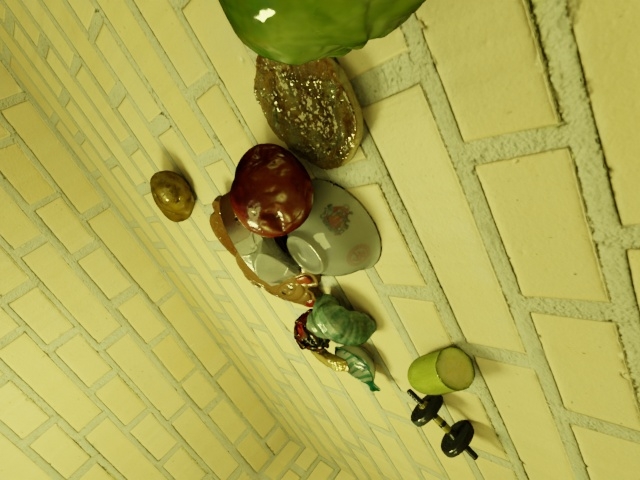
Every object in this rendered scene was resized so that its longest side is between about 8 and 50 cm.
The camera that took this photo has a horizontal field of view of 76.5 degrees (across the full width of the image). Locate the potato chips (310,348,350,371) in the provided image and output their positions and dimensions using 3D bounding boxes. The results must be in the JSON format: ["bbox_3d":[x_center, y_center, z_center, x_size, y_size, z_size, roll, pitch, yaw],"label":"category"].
[{"bbox_3d":[0.009,0.474,1.723,0.407,0.080,0.057,-172,71,-69],"label":"potato chips"}]

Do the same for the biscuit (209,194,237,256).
[{"bbox_3d":[-0.303,-0.040,1.625,0.394,0.070,0.350,1,131,47],"label":"biscuit"}]

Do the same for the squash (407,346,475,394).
[{"bbox_3d":[0.365,0.427,1.298,0.132,0.132,0.247,44,151,6],"label":"squash"}]

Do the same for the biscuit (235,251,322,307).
[{"bbox_3d":[-0.152,0.136,1.576,0.381,0.074,0.359,39,146,-10],"label":"biscuit"}]

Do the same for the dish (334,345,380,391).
[{"bbox_3d":[0.166,0.502,1.666,0.246,0.078,0.224,48,149,0],"label":"dish"}]

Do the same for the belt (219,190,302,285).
[{"bbox_3d":[-0.182,-0.024,1.305,0.122,0.217,0.338,-25,97,23],"label":"belt"}]

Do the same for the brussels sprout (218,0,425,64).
[{"bbox_3d":[0.005,-0.434,0.539,0.342,0.361,0.425,51,148,-11],"label":"brussels sprout"}]

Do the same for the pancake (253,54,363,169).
[{"bbox_3d":[-0.038,-0.328,1.001,0.356,0.065,0.356,31,144,26],"label":"pancake"}]

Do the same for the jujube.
[{"bbox_3d":[-0.140,-0.146,1.120,0.318,0.223,0.223,-112,8,-49],"label":"jujube"}]

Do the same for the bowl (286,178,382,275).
[{"bbox_3d":[0.000,0.000,1.232,0.346,0.157,0.345,32,146,25],"label":"bowl"}]

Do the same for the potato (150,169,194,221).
[{"bbox_3d":[-0.671,-0.190,1.853,0.196,0.176,0.369,9,160,-12],"label":"potato"}]

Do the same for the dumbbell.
[{"bbox_3d":[0.434,0.654,1.448,0.325,0.143,0.143,43,149,7],"label":"dumbbell"}]

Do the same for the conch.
[{"bbox_3d":[0.056,0.296,1.501,0.277,0.195,0.220,-18,142,29],"label":"conch"}]

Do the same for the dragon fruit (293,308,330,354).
[{"bbox_3d":[-0.029,0.372,1.668,0.189,0.182,0.182,-1,125,49],"label":"dragon fruit"}]
